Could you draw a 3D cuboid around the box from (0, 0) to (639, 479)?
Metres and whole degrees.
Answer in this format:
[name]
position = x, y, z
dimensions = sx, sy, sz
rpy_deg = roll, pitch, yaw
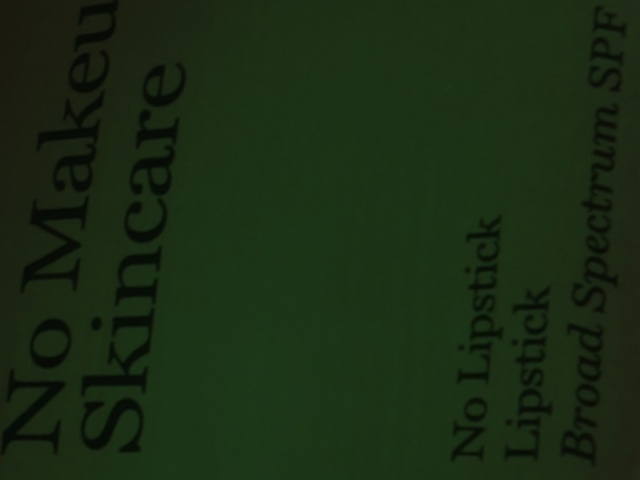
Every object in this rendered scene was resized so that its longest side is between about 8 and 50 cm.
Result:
[box]
position = 0.000, 0.000, 0.446
dimensions = 0.127, 0.232, 0.148
rpy_deg = 25, 67, -53
